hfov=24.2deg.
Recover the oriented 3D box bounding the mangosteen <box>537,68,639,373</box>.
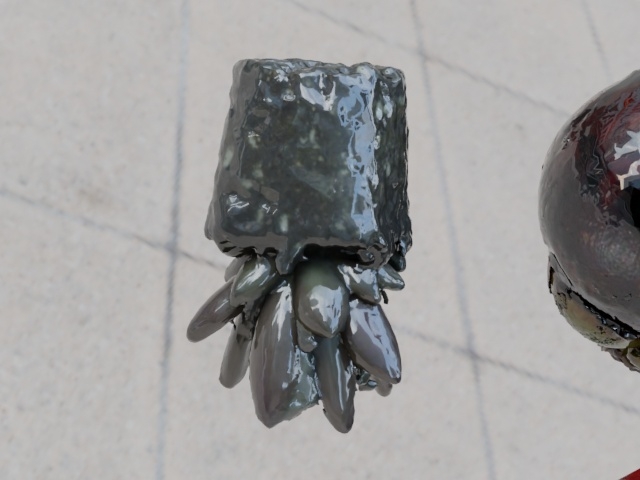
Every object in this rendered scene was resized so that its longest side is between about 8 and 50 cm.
[{"bbox_3d":[0.474,-0.013,1.884,0.381,0.421,0.381,-14,22,6],"label":"mangosteen"}]

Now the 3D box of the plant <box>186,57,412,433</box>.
[{"bbox_3d":[0.000,0.000,1.321,0.194,0.321,0.181,7,11,21],"label":"plant"}]

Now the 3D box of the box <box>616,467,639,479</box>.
[{"bbox_3d":[0.309,0.255,1.285,0.313,0.197,0.089,-18,92,-33],"label":"box"}]
